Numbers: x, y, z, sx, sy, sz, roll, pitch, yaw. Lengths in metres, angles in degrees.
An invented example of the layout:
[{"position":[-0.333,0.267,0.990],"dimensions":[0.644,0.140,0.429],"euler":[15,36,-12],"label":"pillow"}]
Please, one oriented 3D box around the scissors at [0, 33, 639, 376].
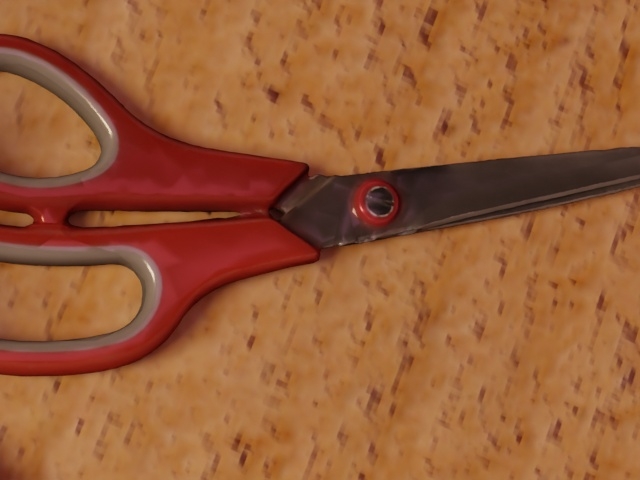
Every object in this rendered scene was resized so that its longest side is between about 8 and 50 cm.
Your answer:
[{"position":[0.000,0.000,0.609],"dimensions":[0.297,0.021,0.109],"euler":[7,75,-16],"label":"scissors"}]
